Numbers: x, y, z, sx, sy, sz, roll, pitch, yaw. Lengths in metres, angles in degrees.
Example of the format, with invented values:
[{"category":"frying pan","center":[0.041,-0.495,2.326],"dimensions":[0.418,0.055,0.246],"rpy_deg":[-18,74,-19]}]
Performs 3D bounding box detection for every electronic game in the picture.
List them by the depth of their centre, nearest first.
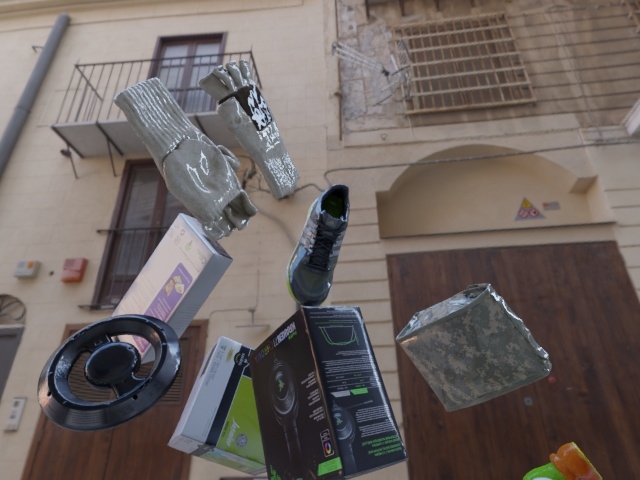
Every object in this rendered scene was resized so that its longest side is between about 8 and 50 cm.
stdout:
[{"category":"electronic game","center":[-0.362,0.219,0.711],"dimensions":[0.229,0.229,0.048],"rpy_deg":[1,-51,-3]}]

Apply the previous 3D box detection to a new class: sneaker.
[{"category":"sneaker","center":[0.000,0.000,0.888],"dimensions":[0.111,0.299,0.121],"rpy_deg":[15,-29,-6]}]

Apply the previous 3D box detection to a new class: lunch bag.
[{"category":"lunch bag","center":[0.376,0.253,1.001],"dimensions":[0.287,0.235,0.169],"rpy_deg":[-39,-5,41]}]

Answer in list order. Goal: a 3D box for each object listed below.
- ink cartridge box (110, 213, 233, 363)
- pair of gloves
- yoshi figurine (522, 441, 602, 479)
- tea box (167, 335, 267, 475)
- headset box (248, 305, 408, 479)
[{"category":"ink cartridge box","center":[-0.337,0.121,0.877],"dimensions":[0.332,0.165,0.065],"rpy_deg":[-53,-34,7]},{"category":"pair of gloves","center":[-0.119,-0.126,0.531],"dimensions":[0.042,0.240,0.204],"rpy_deg":[-17,-72,35]},{"category":"yoshi figurine","center":[0.385,0.556,0.738],"dimensions":[0.362,0.203,0.203],"rpy_deg":[-37,-24,3]},{"category":"tea box","center":[-0.274,0.557,1.365],"dimensions":[0.324,0.329,0.220],"rpy_deg":[27,-42,-12]},{"category":"headset box","center":[-0.005,0.297,0.726],"dimensions":[0.131,0.283,0.246],"rpy_deg":[6,-36,-34]}]
